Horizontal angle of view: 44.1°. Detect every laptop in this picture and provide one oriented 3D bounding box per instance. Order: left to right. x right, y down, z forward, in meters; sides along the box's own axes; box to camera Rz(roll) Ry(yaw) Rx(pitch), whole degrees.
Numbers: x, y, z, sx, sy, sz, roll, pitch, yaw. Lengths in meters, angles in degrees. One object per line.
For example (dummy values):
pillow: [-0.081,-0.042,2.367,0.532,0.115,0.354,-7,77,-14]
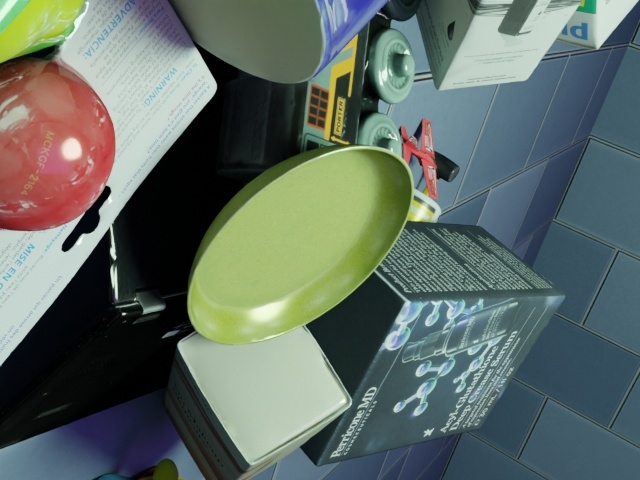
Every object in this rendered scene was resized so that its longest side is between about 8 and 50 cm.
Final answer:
laptop: [-0.171,-0.013,0.845,0.408,0.236,0.382,-40,165,25]

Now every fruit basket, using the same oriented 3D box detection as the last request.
fruit basket: [-0.226,-0.084,0.474,0.327,0.165,0.353,-56,158,-15]

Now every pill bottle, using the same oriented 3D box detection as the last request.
pill bottle: [0.121,0.001,1.354,0.184,0.103,0.103,-59,157,-6]

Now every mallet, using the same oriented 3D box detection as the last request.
mallet: [0.198,-0.071,1.484,0.039,0.062,0.189,-3,118,-62]

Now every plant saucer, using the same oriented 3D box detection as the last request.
plant saucer: [-0.021,0.001,0.723,0.241,0.037,0.241,-28,147,-20]

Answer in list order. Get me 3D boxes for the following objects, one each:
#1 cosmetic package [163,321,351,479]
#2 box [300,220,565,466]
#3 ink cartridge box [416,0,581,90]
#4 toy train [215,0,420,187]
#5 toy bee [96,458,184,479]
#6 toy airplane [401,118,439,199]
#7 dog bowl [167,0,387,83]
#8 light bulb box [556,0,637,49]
cosmetic package: [-0.088,0.189,0.920,0.129,0.153,0.296,-28,165,-24]
box: [0.134,0.142,1.224,0.396,0.212,0.293,2,123,-43]
ink cartridge box: [0.172,-0.299,0.763,0.114,0.196,0.273,-9,164,-9]
toy train: [0.000,-0.185,0.787,0.190,0.142,0.333,11,86,-53]
toy bee: [-0.236,0.379,0.961,0.298,0.162,0.195,-29,143,-52]
toy airplane: [0.169,-0.143,1.334,0.151,0.028,0.151,37,47,-55]
dog bowl: [-0.067,-0.229,0.504,0.104,0.265,0.265,-51,155,-13]
light bulb box: [0.333,-0.505,0.994,0.358,0.225,0.361,-47,143,-23]
